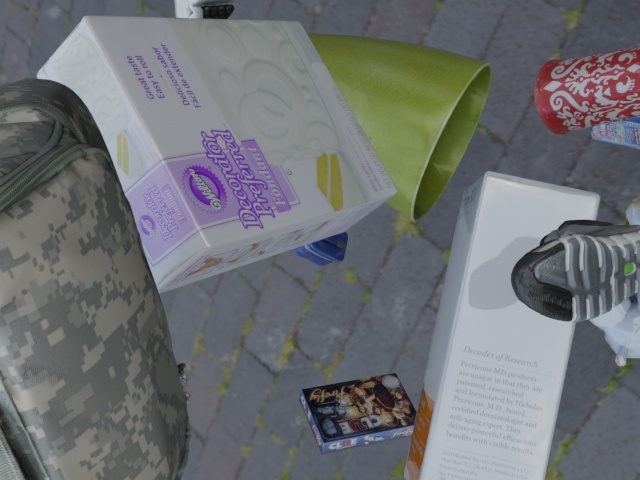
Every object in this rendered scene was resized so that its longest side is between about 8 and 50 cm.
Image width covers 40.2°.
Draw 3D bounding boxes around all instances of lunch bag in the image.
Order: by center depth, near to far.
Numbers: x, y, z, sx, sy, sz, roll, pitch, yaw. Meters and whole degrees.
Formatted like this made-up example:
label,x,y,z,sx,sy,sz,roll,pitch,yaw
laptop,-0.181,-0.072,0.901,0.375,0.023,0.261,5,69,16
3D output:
label,x,y,z,sx,sy,sz,roll,pitch,yaw
lunch bag,-0.209,0.070,0.578,0.256,0.212,0.305,-120,15,-65
lunch bag,0.000,0.000,1.589,0.065,0.098,0.067,-15,58,46

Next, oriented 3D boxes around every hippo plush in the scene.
label,x,y,z,sx,sy,sz,roll,pitch,yaw
hippo plush,0.598,0.091,1.548,0.294,0.234,0.236,44,129,5

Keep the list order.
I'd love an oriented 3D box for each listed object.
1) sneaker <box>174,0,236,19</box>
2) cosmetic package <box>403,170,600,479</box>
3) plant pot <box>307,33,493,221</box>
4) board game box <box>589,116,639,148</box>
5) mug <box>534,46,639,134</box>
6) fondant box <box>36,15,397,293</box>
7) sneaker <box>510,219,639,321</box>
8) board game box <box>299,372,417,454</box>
label,x,y,z,sx,sy,sz,roll,pitch,yaw
sneaker,-0.149,-0.394,1.050,0.118,0.110,0.292,13,106,24
cosmetic package,0.244,0.150,1.225,0.161,0.230,0.453,13,86,3
plant pot,0.085,-0.215,1.417,0.293,0.275,0.275,27,118,15
board game box,0.617,-0.222,1.555,0.194,0.194,0.060,44,162,54
mug,0.421,-0.223,1.257,0.169,0.150,0.113,-4,102,53
fondant box,-0.087,-0.103,0.896,0.096,0.330,0.238,-35,80,36
sneaker,0.258,0.025,0.910,0.132,0.229,0.086,14,109,58
board game box,0.092,0.397,2.021,0.165,0.243,0.042,-118,28,-46
